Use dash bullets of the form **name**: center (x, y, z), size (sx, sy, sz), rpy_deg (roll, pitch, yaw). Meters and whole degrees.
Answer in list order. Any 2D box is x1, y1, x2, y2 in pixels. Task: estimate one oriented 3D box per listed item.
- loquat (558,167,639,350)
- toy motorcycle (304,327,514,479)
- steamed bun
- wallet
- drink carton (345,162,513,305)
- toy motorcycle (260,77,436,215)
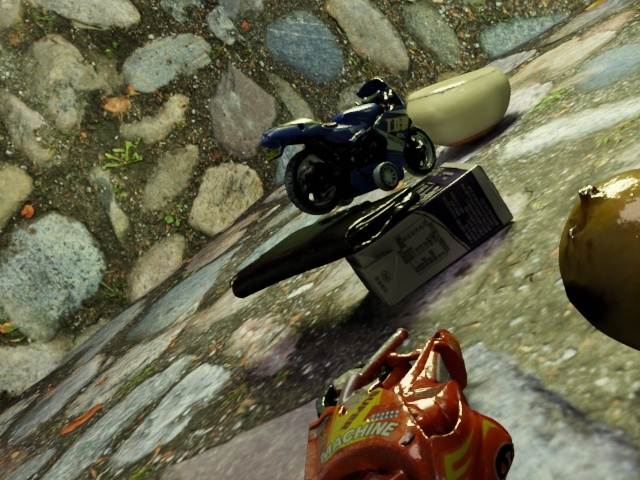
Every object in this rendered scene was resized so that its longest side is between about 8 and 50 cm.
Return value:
- **loquat**: center (0.253, 0.016, 0.522), size (0.137, 0.163, 0.163), rpy_deg (-60, 21, -19)
- **toy motorcycle**: center (0.063, 0.163, 0.568), size (0.171, 0.089, 0.298), rpy_deg (-30, 11, 11)
- **steamed bun**: center (0.312, -0.286, 1.575), size (0.232, 0.145, 0.232), rpy_deg (-18, 12, 4)
- **wallet**: center (0.000, 0.000, 1.040), size (0.172, 0.045, 0.318), rpy_deg (-39, 10, -36)
- **drink carton**: center (0.146, -0.012, 1.038), size (0.222, 0.101, 0.134), rpy_deg (-36, 14, -4)
- **toy motorcycle**: center (0.052, -0.143, 1.035), size (0.315, 0.168, 0.113), rpy_deg (-22, 4, -39)
